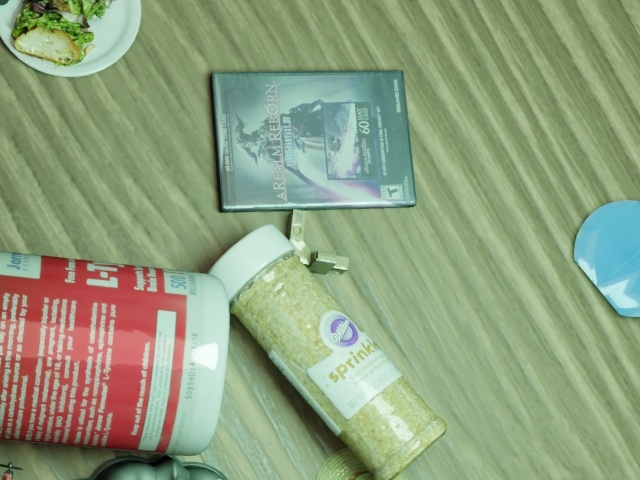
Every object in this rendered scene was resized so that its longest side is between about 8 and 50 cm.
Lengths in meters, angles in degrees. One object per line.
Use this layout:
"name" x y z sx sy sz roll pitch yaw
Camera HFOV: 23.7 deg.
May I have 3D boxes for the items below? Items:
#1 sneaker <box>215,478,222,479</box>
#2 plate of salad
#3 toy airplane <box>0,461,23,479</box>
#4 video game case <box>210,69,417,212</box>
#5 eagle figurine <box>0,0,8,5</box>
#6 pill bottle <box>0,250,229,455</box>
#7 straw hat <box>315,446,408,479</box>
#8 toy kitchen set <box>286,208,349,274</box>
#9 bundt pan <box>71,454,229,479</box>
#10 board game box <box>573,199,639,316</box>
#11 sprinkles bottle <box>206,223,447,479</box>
"sneaker" -0.166 0.355 1.794 0.190 0.071 0.083 -38 82 -27
"plate of salad" -0.339 -0.318 2.046 0.199 0.048 0.200 3 76 -12
"toy airplane" -0.388 0.347 1.865 0.151 0.028 0.151 -3 79 19
"video game case" -0.009 -0.138 2.095 0.274 0.026 0.196 -2 77 -15
"eagle figurine" -0.512 -0.348 1.917 0.225 0.226 0.298 22 59 22
"pill bottle" -0.327 0.133 1.845 0.407 0.229 0.229 7 76 -12
"straw hat" 0.060 0.335 1.979 0.144 0.061 0.145 3 76 -12
"toy kitchen set" 0.000 0.000 2.041 0.083 0.068 0.075 9 75 -12
"bundt pan" -0.198 0.419 1.865 0.330 0.124 0.331 3 77 -12
"board game box" 0.436 0.030 2.159 0.133 0.033 0.169 -37 83 -14
"sprinkles bottle" 0.006 0.145 1.960 0.121 0.121 0.355 -38 81 -19
